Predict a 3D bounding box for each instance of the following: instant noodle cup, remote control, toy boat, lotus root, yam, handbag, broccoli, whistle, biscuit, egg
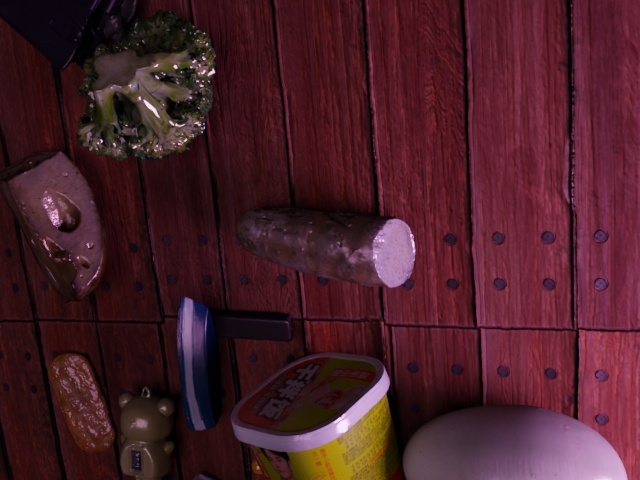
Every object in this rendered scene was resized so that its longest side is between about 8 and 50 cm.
[{"bbox_3d":[0.022,0.406,1.272,0.293,0.294,0.308,-13,106,21],"label":"instant noodle cup"},{"bbox_3d":[-0.173,0.174,1.408,0.245,0.025,0.063,0,107,19],"label":"remote control"},{"bbox_3d":[-0.246,0.249,1.405,0.061,0.096,0.299,2,112,10],"label":"toy boat"},{"bbox_3d":[-0.536,-0.035,1.432,0.210,0.142,0.314,-8,108,58],"label":"lotus root"},{"bbox_3d":[0.000,0.000,1.256,0.330,0.133,0.133,11,106,20],"label":"yam"},{"bbox_3d":[-0.441,-0.497,1.290,0.269,0.118,0.326,43,113,12],"label":"handbag"},{"bbox_3d":[-0.320,-0.272,1.233,0.265,0.245,0.294,42,83,5],"label":"broccoli"},{"bbox_3d":[-0.373,0.449,1.499,0.131,0.106,0.288,4,103,16],"label":"whistle"},{"bbox_3d":[-0.546,0.373,1.581,0.118,0.029,0.247,-15,98,21],"label":"biscuit"},{"bbox_3d":[0.323,0.395,1.180,0.370,0.230,0.230,2,104,22],"label":"egg"}]

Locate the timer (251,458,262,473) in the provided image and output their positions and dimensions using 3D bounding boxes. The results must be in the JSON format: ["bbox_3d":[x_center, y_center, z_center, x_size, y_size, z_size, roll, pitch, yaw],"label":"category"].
[{"bbox_3d":[-0.100,0.416,1.395,0.107,0.109,0.107,28,153,16],"label":"timer"}]

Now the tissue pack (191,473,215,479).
[{"bbox_3d":[-0.241,0.672,1.485,0.198,0.146,0.263,23,108,11],"label":"tissue pack"}]
